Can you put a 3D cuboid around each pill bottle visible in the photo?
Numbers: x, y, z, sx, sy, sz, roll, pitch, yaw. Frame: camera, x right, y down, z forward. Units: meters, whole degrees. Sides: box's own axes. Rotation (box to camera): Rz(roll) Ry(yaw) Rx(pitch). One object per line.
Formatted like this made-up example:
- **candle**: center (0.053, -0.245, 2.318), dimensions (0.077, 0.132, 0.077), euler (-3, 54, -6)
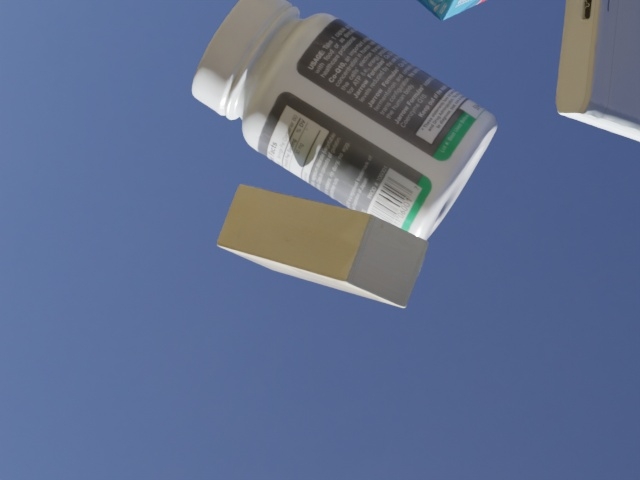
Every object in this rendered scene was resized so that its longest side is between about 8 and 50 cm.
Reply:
- **pill bottle**: center (0.028, -0.166, 2.226), dimensions (0.204, 0.361, 0.204), euler (-56, 174, -9)

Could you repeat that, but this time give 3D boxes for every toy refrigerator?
- **toy refrigerator**: center (0.000, 0.000, 2.072), dimensions (0.269, 0.102, 0.094), euler (14, -98, 53)

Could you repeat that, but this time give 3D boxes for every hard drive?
- **hard drive**: center (0.328, -0.191, 1.625), dimensions (0.040, 0.307, 0.203), euler (3, -95, 41)

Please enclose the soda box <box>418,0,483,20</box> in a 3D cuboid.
- **soda box**: center (0.183, -0.320, 1.958), dimensions (0.210, 0.067, 0.071), euler (-30, 158, -48)
